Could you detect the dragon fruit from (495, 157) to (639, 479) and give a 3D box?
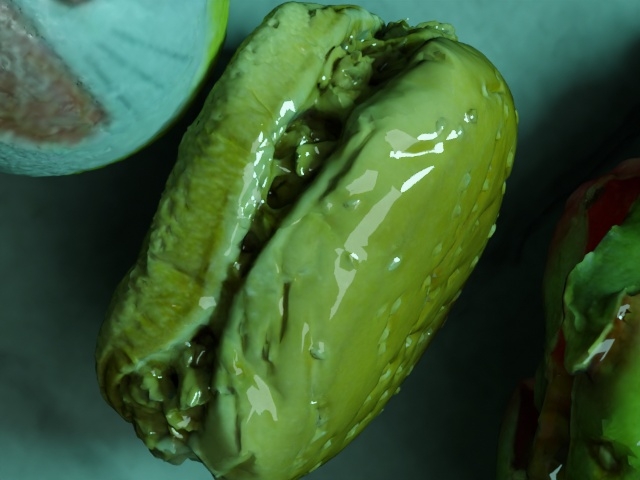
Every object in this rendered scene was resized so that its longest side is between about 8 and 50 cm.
[{"bbox_3d":[0.178,0.070,0.543,0.231,0.237,0.303,-8,95,-68],"label":"dragon fruit"}]

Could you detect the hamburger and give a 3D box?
[{"bbox_3d":[0.000,0.000,0.491,0.083,0.138,0.147,30,98,9],"label":"hamburger"}]

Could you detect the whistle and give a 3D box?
[{"bbox_3d":[-0.109,-0.046,0.441,0.223,0.123,0.123,-41,117,-3],"label":"whistle"}]
